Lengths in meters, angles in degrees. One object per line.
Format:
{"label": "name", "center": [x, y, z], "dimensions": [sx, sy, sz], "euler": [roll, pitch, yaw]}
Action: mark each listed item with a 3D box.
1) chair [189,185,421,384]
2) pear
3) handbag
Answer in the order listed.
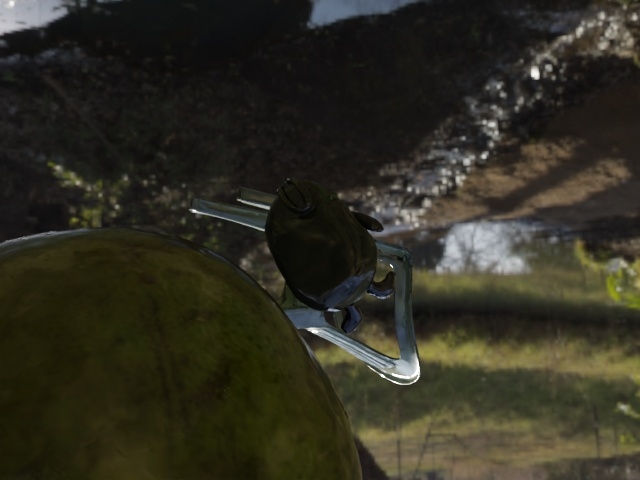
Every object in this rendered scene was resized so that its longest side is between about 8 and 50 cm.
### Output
{"label": "chair", "center": [-0.013, 0.059, 1.053], "dimensions": [0.274, 0.191, 0.203], "euler": [11, 174, -22]}
{"label": "pear", "center": [-0.163, 0.166, 0.626], "dimensions": [0.413, 0.352, 0.352], "euler": [19, 180, 28]}
{"label": "handbag", "center": [0.000, 0.000, 0.575], "dimensions": [0.072, 0.111, 0.047], "euler": [-43, 143, 10]}
